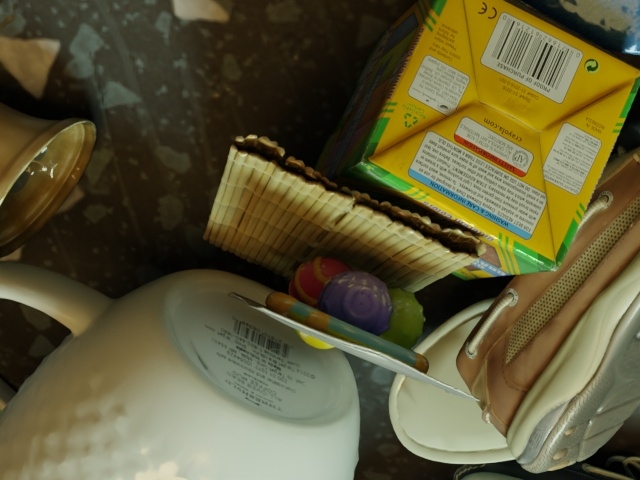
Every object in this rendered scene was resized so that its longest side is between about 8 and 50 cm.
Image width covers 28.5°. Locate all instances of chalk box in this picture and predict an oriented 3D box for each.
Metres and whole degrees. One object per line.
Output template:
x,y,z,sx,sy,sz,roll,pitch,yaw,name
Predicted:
0.082,-0.060,0.798,0.132,0.213,0.132,27,81,-8,chalk box

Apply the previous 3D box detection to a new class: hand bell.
-0.301,-0.108,0.943,0.242,0.126,0.126,37,125,6,hand bell

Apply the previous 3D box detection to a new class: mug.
-0.165,0.169,0.968,0.374,0.276,0.328,34,116,0,mug

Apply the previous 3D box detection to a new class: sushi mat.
0.000,0.000,0.833,0.151,0.019,0.316,26,168,-4,sushi mat

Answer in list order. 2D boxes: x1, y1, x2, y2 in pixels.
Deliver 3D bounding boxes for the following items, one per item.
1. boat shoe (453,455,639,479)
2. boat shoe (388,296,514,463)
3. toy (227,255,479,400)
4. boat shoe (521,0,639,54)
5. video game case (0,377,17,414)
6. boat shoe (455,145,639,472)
0.231,0.220,0.999,0.254,0.079,0.095,11,127,12,boat shoe
0.196,0.077,0.897,0.319,0.099,0.116,-31,66,27,boat shoe
0.018,0.046,0.816,0.137,0.237,0.056,22,83,-8,toy
0.115,-0.195,0.764,0.258,0.089,0.109,27,112,4,boat shoe
-0.317,0.225,1.192,0.206,0.026,0.227,-34,108,31,video game case
0.191,-0.008,0.781,0.116,0.123,0.324,43,105,33,boat shoe
